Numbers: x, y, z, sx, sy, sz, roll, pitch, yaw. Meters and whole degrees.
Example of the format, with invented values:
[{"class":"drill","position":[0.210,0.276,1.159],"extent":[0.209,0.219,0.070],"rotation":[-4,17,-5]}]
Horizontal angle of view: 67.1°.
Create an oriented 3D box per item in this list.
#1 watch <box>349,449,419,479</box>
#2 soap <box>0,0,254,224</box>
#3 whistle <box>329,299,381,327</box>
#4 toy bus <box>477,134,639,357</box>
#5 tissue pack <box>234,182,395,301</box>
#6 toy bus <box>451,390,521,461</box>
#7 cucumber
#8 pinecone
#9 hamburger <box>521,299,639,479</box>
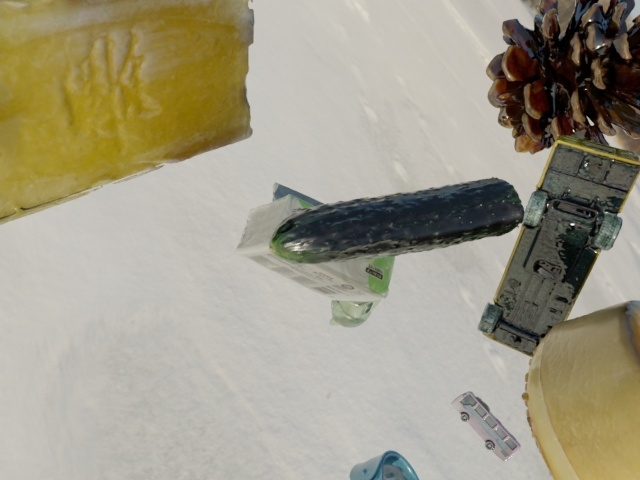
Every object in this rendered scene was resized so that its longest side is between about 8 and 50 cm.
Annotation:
[{"class":"watch","position":[0.138,0.542,0.978],"extent":[0.211,0.211,0.193],"rotation":[61,25,10]},{"class":"soap","position":[-0.154,-0.110,0.329],"extent":[0.233,0.135,0.076],"rotation":[-31,55,-34]},{"class":"whistle","position":[0.074,0.113,1.016],"extent":[0.110,0.244,0.092],"rotation":[-20,59,-23]},{"class":"toy bus","position":[0.348,0.017,0.724],"extent":[0.121,0.336,0.123],"rotation":[21,32,21]},{"class":"tissue pack","position":[0.000,0.000,0.834],"extent":[0.229,0.159,0.145],"rotation":[27,69,-26]},{"class":"toy bus","position":[0.298,0.332,0.871],"extent":[0.131,0.052,0.037],"rotation":[48,9,27]},{"class":"cucumber","position":[0.059,-0.012,0.379],"extent":[0.214,0.058,0.052],"rotation":[-10,100,-23]},{"class":"pinecone","position":[0.558,-0.347,0.965],"extent":[0.384,0.384,0.384],"rotation":[32,39,-31]},{"class":"hamburger","position":[0.354,0.211,0.512],"extent":[0.300,0.176,0.300],"rotation":[20,43,-20]}]
